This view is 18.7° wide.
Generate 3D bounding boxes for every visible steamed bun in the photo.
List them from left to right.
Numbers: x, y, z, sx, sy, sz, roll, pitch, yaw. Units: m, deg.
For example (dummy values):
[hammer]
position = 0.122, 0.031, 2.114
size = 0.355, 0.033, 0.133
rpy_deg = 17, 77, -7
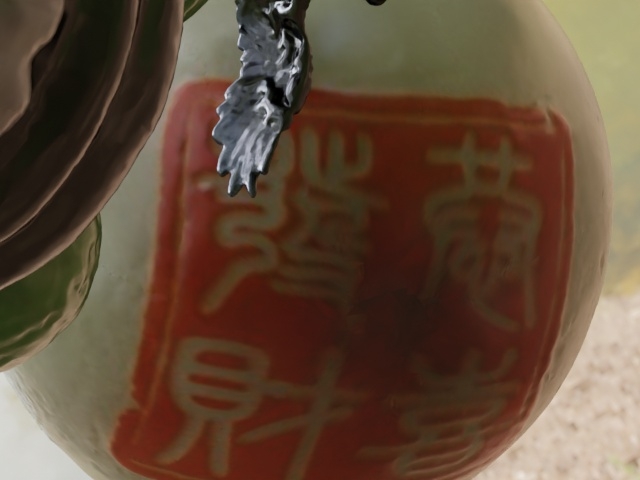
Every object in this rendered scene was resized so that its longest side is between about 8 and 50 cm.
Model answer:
[steamed bun]
position = 0.000, 0.000, 1.058
size = 0.374, 0.374, 0.241
rpy_deg = -36, 34, -7

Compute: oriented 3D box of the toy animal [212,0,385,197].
[toy animal]
position = -0.018, -0.127, 0.859
size = 0.062, 0.108, 0.220
rpy_deg = 73, -145, -85

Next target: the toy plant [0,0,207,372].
[toy plant]
position = -0.109, -0.071, 0.545
size = 0.175, 0.235, 0.218
rpy_deg = 16, 88, 20
